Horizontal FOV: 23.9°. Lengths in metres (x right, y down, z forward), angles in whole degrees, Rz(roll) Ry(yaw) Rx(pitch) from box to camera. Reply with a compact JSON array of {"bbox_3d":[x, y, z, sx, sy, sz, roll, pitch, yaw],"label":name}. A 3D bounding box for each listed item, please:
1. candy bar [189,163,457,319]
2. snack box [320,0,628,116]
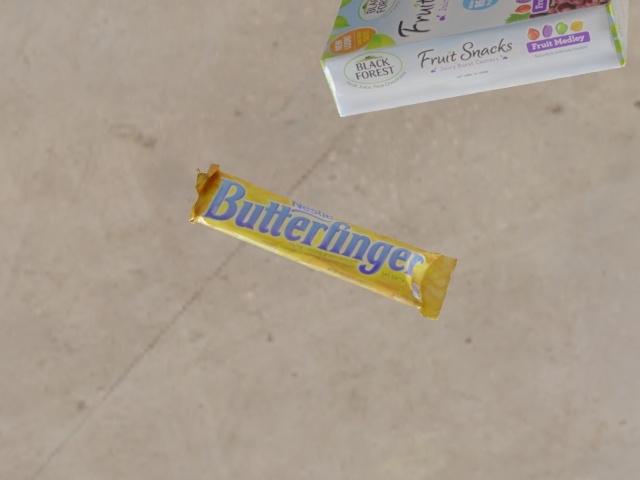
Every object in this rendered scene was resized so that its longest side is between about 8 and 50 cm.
[{"bbox_3d":[0.000,0.000,0.860,0.161,0.040,0.018,22,160,-12],"label":"candy bar"},{"bbox_3d":[0.079,-0.112,0.748,0.141,0.100,0.037,-9,122,19],"label":"snack box"}]
